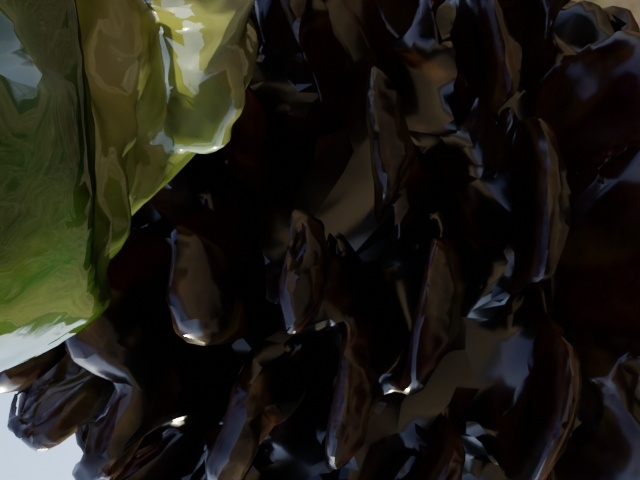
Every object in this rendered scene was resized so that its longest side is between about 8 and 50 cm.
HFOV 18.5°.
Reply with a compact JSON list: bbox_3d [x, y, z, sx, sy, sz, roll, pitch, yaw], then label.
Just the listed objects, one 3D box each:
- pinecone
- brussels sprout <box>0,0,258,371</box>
[{"bbox_3d":[-0.003,-0.001,0.782,0.242,0.296,0.298,109,159,-81],"label":"pinecone"},{"bbox_3d":[-0.140,-0.153,0.432,0.276,0.315,0.371,-133,61,-84],"label":"brussels sprout"}]
